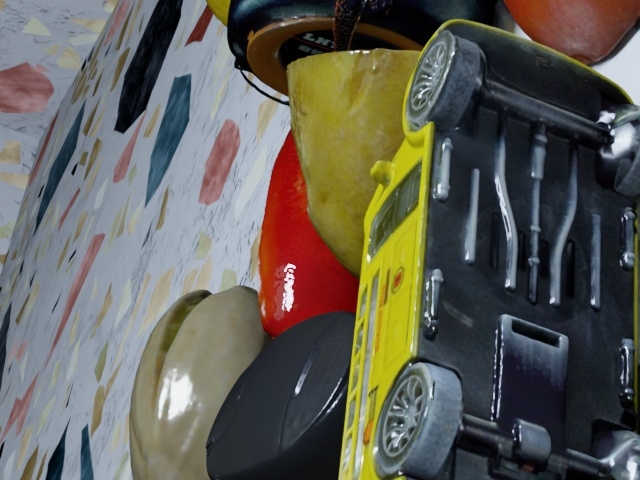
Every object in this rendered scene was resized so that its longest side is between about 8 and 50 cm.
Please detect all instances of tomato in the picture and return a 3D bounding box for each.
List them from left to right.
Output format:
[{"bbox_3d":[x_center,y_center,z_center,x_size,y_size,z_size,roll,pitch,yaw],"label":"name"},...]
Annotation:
[{"bbox_3d":[0.176,-0.226,1.127,0.225,0.085,0.225,-161,90,-72],"label":"tomato"}]

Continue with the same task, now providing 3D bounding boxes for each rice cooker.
[{"bbox_3d":[0.001,0.129,1.142,0.203,0.118,0.142,-35,25,59],"label":"rice cooker"}]

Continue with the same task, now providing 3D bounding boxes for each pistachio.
[{"bbox_3d":[-0.091,0.134,1.394,0.136,0.136,0.226,-47,27,51],"label":"pistachio"}]

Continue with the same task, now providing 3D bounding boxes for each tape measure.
[{"bbox_3d":[0.032,-0.179,1.310,0.223,0.202,0.135,139,145,-67],"label":"tape measure"}]

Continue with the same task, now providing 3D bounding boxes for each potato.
[{"bbox_3d":[0.060,-0.040,1.136,0.203,0.178,0.158,-5,81,56],"label":"potato"}]

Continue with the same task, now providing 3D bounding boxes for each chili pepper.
[{"bbox_3d":[0.000,-0.008,1.431,0.137,0.092,0.368,87,-171,-45],"label":"chili pepper"}]

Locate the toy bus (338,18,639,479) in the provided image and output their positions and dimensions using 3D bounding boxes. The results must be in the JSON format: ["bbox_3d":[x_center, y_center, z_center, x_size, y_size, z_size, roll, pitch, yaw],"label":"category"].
[{"bbox_3d":[0.093,0.041,0.939,0.152,0.144,0.330,130,154,-50],"label":"toy bus"}]

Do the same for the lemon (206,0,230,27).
[{"bbox_3d":[-0.002,-0.293,1.517,0.263,0.236,0.236,101,180,-59],"label":"lemon"}]
